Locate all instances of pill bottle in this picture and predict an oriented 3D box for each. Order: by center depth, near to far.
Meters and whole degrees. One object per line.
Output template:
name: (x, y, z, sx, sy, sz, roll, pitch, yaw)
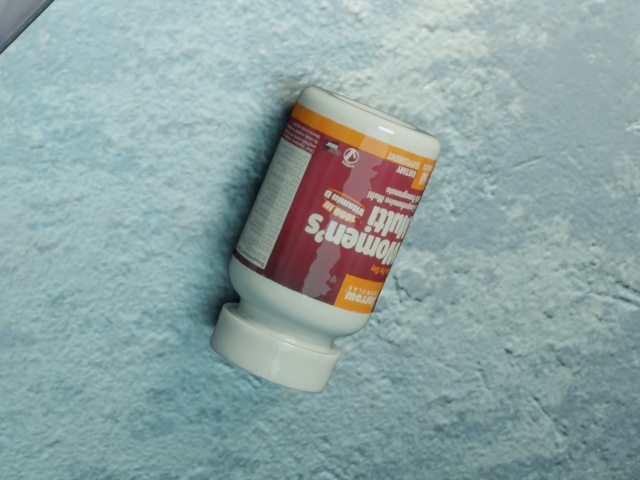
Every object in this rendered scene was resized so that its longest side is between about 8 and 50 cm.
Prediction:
pill bottle: (0.000, 0.000, 1.354, 0.121, 0.121, 0.221, 20, 98, -19)

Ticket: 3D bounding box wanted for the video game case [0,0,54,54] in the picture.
video game case: (-0.239, -0.229, 1.219, 0.274, 0.026, 0.196, -44, 146, 3)
